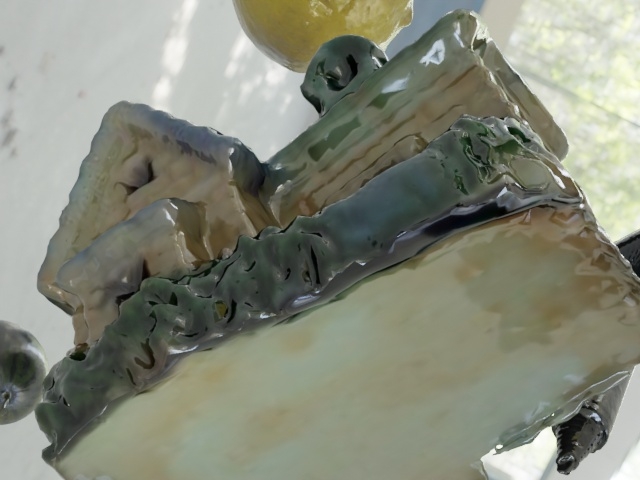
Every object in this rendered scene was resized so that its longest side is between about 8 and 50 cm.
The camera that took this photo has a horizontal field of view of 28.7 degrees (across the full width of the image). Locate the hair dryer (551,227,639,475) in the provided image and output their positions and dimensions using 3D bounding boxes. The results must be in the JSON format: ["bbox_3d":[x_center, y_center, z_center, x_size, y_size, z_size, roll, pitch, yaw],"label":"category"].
[{"bbox_3d":[0.291,0.103,1.187,0.189,0.107,0.352,-36,-170,38],"label":"hair dryer"}]

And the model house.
[{"bbox_3d":[0.000,0.000,1.094,0.445,0.395,0.400,-35,-135,15],"label":"model house"}]

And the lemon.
[{"bbox_3d":[0.008,-0.378,1.803,0.316,0.285,0.285,-44,-171,48],"label":"lemon"}]

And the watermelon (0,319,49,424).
[{"bbox_3d":[-0.325,0.139,1.262,0.105,0.105,0.133,-64,-148,14],"label":"watermelon"}]
